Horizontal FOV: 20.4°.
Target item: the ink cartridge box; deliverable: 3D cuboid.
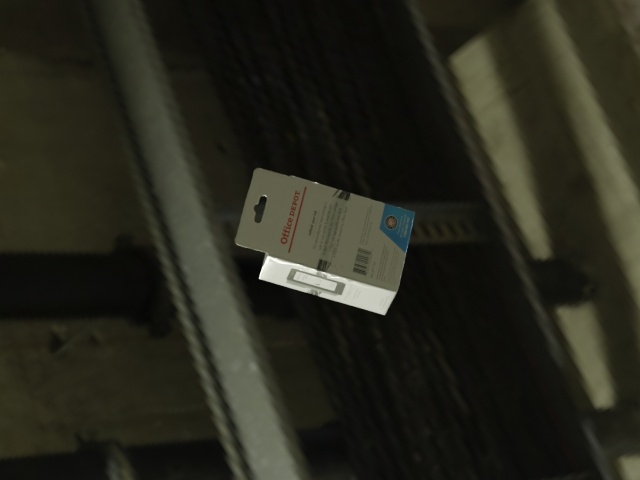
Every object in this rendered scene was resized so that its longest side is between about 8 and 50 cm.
[{"bbox_3d":[0.000,0.000,0.884,0.083,0.028,0.048,17,-121,-4],"label":"ink cartridge box"}]
